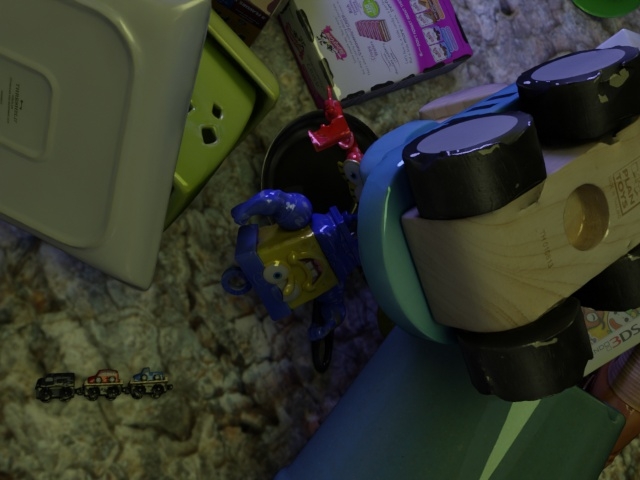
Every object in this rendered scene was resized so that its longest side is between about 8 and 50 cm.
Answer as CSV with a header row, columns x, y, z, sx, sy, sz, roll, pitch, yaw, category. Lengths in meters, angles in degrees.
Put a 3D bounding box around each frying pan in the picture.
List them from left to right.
x,y,z,sx,sy,sz,roll,pitch,yaw,category
0.024,-0.012,1.167,0.197,0.053,0.326,-21,102,-26,frying pan

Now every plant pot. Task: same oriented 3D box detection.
x,y,z,sx,sy,sz,roll,pitch,yaw,category
-0.195,-0.158,1.028,0.228,0.227,0.207,46,61,-6,plant pot
0.128,0.258,0.940,0.341,0.341,0.334,31,90,-12,plant pot

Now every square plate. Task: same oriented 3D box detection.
x,y,z,sx,sy,sz,roll,pitch,yaw,category
-0.299,-0.142,0.884,0.344,0.347,0.049,25,32,9,square plate

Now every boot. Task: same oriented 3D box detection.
x,y,z,sx,sy,sz,roll,pitch,yaw,category
0.405,0.220,1.214,0.109,0.283,0.220,33,104,6,boot

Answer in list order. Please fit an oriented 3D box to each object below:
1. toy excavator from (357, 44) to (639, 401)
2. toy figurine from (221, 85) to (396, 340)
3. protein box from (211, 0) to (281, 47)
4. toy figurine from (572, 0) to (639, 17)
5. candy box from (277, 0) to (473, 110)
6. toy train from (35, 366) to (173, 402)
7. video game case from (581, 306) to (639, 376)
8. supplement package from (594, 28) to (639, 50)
x,y,z,sx,sy,sz,roll,pitch,yaw,category
0.160,-0.071,0.920,0.433,0.445,0.222,-31,112,-28,toy excavator
-0.010,0.022,1.065,0.217,0.191,0.362,-23,126,6,toy figurine
-0.093,-0.365,1.105,0.136,0.200,0.201,32,77,-12,protein box
0.456,-0.464,1.409,0.173,0.130,0.159,22,56,11,toy figurine
0.078,-0.288,1.233,0.233,0.071,0.159,-22,87,-24,candy box
-0.254,0.170,1.037,0.158,0.027,0.036,1,68,-20,toy train
0.303,0.049,1.075,0.206,0.026,0.227,-30,95,-6,video game case
0.437,-0.111,1.201,0.199,0.198,0.262,1,62,-43,supplement package
